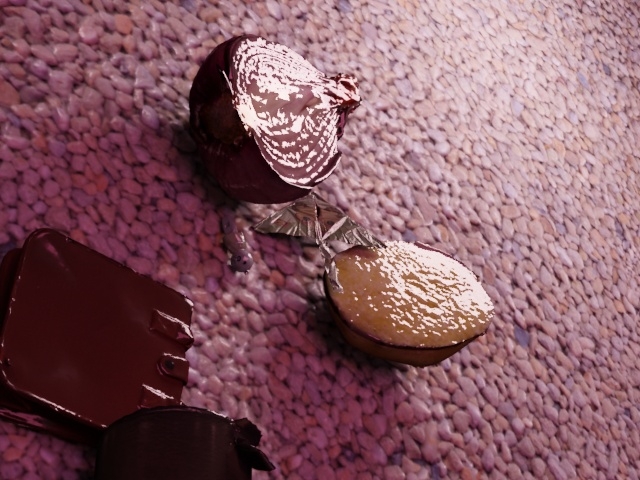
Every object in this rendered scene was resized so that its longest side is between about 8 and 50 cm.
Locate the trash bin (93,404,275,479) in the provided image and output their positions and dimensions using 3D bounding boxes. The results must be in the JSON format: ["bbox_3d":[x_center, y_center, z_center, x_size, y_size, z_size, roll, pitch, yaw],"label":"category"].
[{"bbox_3d":[-0.180,0.372,1.423,0.203,0.252,0.301,63,20,-49],"label":"trash bin"}]

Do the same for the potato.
[{"bbox_3d":[0.124,0.111,1.954,0.299,0.116,0.239,-6,53,-34],"label":"potato"}]

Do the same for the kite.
[{"bbox_3d":[0.000,-0.001,1.934,0.229,0.012,0.250,6,37,-16],"label":"kite"}]

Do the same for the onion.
[{"bbox_3d":[-0.078,-0.187,1.937,0.349,0.159,0.267,-17,88,-55],"label":"onion"}]

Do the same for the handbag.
[{"bbox_3d":[-0.296,0.138,1.576,0.276,0.084,0.260,28,45,-28],"label":"handbag"}]

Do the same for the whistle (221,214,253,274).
[{"bbox_3d":[-0.128,0.008,1.847,0.035,0.035,0.100,-3,65,-44],"label":"whistle"}]
